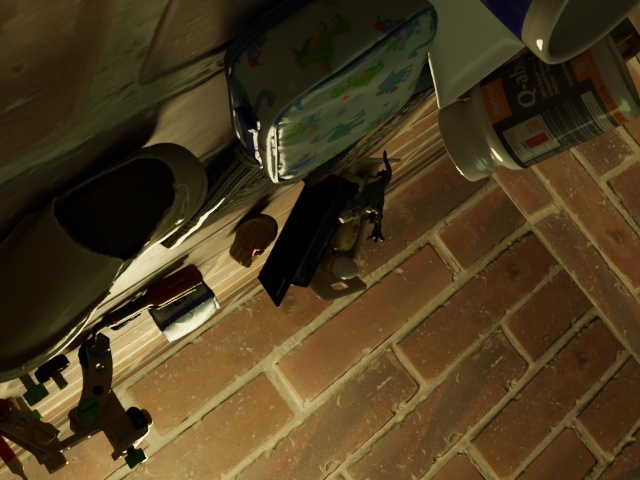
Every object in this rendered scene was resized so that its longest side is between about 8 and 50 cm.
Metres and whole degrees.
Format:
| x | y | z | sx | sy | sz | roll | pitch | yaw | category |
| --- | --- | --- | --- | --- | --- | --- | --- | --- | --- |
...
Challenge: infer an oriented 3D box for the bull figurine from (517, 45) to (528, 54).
| x | y | z | sx | sy | sz | roll | pitch | yaw | category |
| --- | --- | --- | --- | --- | --- | --- | --- | --- | --- |
| 0.281 | -0.318 | 1.223 | 0.310 | 0.101 | 0.188 | -27 | 177 | -40 | bull figurine |

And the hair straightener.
| x | y | z | sx | sy | sz | roll | pitch | yaw | category |
| --- | --- | --- | --- | --- | --- | --- | --- | --- | --- |
| -0.312 | 0.122 | 1.493 | 0.230 | 0.047 | 0.089 | -35 | 176 | -26 | hair straightener |

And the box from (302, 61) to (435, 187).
| x | y | z | sx | sy | sz | roll | pitch | yaw | category |
| --- | --- | --- | --- | --- | --- | --- | --- | --- | --- |
| 0.077 | -0.185 | 1.373 | 0.233 | 0.044 | 0.159 | -40 | 176 | 41 | box |

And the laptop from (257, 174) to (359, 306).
| x | y | z | sx | sy | sz | roll | pitch | yaw | category |
| --- | --- | --- | --- | --- | --- | --- | --- | --- | --- |
| 0.000 | 0.000 | 1.552 | 0.264 | 0.137 | 0.234 | 16 | 104 | -58 | laptop |

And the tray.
| x | y | z | sx | sy | sz | roll | pitch | yaw | category |
| --- | --- | --- | --- | --- | --- | --- | --- | --- | --- |
| 0.175 | -0.259 | 0.980 | 0.145 | 0.030 | 0.270 | -38 | 159 | -1 | tray |

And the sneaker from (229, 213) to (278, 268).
| x | y | z | sx | sy | sz | roll | pitch | yaw | category |
| --- | --- | --- | --- | --- | --- | --- | --- | --- | --- |
| -0.114 | -0.019 | 1.578 | 0.084 | 0.070 | 0.185 | -55 | -174 | -31 | sneaker |

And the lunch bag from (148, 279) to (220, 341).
| x | y | z | sx | sy | sz | roll | pitch | yaw | category |
| --- | --- | --- | --- | --- | --- | --- | --- | --- | --- |
| -0.273 | 0.138 | 1.711 | 0.129 | 0.096 | 0.151 | -36 | -174 | -11 | lunch bag |

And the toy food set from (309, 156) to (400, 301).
| x | y | z | sx | sy | sz | roll | pitch | yaw | category |
| --- | --- | --- | --- | --- | --- | --- | --- | --- | --- |
| 0.083 | -0.031 | 1.799 | 0.220 | 0.092 | 0.306 | -10 | 118 | -63 | toy food set |

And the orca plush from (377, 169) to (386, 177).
| x | y | z | sx | sy | sz | roll | pitch | yaw | category |
| --- | --- | --- | --- | --- | --- | --- | --- | --- | --- |
| 0.035 | -0.080 | 1.931 | 0.287 | 0.151 | 0.102 | -34 | 145 | -3 | orca plush |

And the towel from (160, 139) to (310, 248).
| x | y | z | sx | sy | sz | roll | pitch | yaw | category |
| --- | --- | --- | --- | --- | --- | --- | --- | --- | --- |
| -0.032 | -0.116 | 1.107 | 0.312 | 0.056 | 0.324 | -41 | 176 | 43 | towel |

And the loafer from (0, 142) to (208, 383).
| x | y | z | sx | sy | sz | roll | pitch | yaw | category |
| --- | --- | --- | --- | --- | --- | --- | --- | --- | --- |
| -0.209 | 0.010 | 0.707 | 0.268 | 0.102 | 0.092 | -46 | 176 | -8 | loafer |

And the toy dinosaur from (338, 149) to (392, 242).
| x | y | z | sx | sy | sz | roll | pitch | yaw | category |
| --- | --- | --- | --- | --- | --- | --- | --- | --- | --- |
| 0.104 | -0.072 | 1.658 | 0.064 | 0.118 | 0.268 | 6 | -151 | 18 | toy dinosaur |

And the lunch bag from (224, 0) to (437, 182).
| x | y | z | sx | sy | sz | roll | pitch | yaw | category |
| --- | --- | --- | --- | --- | --- | --- | --- | --- | --- |
| 0.002 | -0.139 | 0.733 | 0.176 | 0.090 | 0.219 | -36 | 171 | -8 | lunch bag |

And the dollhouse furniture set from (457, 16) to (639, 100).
| x | y | z | sx | sy | sz | roll | pitch | yaw | category |
| --- | --- | --- | --- | --- | --- | --- | --- | --- | --- |
| 0.359 | -0.308 | 1.433 | 0.151 | 0.197 | 0.301 | -24 | 169 | -37 | dollhouse furniture set |

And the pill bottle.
| x | y | z | sx | sy | sz | roll | pitch | yaw | category |
| --- | --- | --- | --- | --- | --- | --- | --- | --- | --- |
| 0.334 | -0.206 | 1.320 | 0.278 | 0.162 | 0.162 | -25 | -177 | 27 | pill bottle |

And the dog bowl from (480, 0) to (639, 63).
| x | y | z | sx | sy | sz | roll | pitch | yaw | category |
| --- | --- | --- | --- | --- | --- | --- | --- | --- | --- |
| 0.280 | -0.308 | 0.838 | 0.265 | 0.104 | 0.265 | -38 | 163 | -14 | dog bowl |

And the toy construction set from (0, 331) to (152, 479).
| x | y | z | sx | sy | sz | roll | pitch | yaw | category |
| --- | --- | --- | --- | --- | --- | --- | --- | --- | --- |
| -0.444 | 0.340 | 1.487 | 0.309 | 0.237 | 0.257 | -39 | 176 | 31 | toy construction set |
